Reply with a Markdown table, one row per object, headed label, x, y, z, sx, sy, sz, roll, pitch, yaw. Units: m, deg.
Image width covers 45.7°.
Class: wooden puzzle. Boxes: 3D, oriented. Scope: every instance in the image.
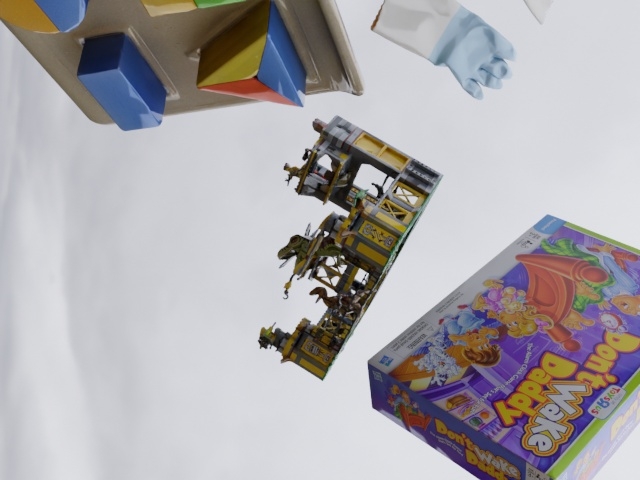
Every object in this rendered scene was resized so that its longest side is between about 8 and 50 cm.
| label | x | y | z | sx | sy | sz | roll | pitch | yaw |
| --- | --- | --- | --- | --- | --- | --- | --- | --- | --- |
| wooden puzzle | -0.158 | -0.204 | 0.697 | 0.322 | 0.347 | 0.081 | 59 | 34 | -58 |

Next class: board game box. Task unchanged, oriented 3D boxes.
| label | x | y | z | sx | sy | sz | roll | pitch | yaw |
| --- | --- | --- | --- | --- | --- | --- | --- | --- | --- |
| board game box | 0.256 | 0.118 | 0.851 | 0.233 | 0.347 | 0.078 | 27 | -41 | 39 |

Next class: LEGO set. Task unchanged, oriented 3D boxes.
| label | x | y | z | sx | sy | sz | roll | pitch | yaw |
| --- | --- | --- | --- | --- | --- | --- | --- | --- | --- |
| LEGO set | 0.000 | 0.000 | 0.989 | 0.255 | 0.192 | 0.331 | -53 | 170 | -41 |

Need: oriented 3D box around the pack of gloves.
| label | x | y | z | sx | sy | sz | roll | pitch | yaw |
| --- | --- | --- | --- | --- | --- | --- | --- | --- | --- |
| pack of gloves | 0.185 | -0.260 | 0.811 | 0.046 | 0.232 | 0.195 | 39 | -76 | 44 |
